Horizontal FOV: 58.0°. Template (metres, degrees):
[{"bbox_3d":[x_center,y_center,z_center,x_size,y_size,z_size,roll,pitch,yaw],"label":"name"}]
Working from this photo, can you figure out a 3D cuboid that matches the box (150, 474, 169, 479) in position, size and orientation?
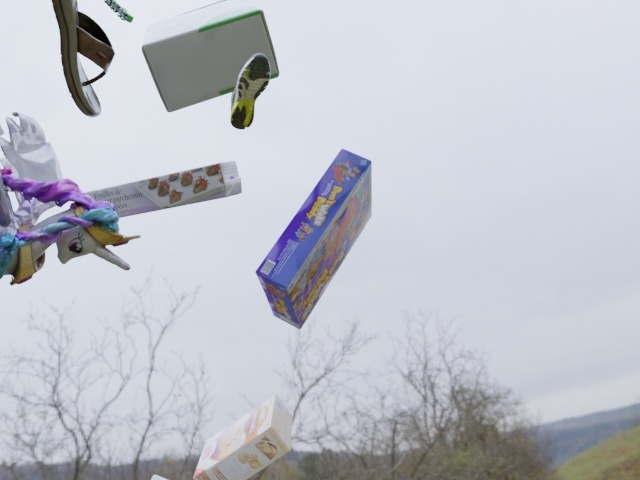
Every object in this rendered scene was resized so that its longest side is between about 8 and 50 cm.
[{"bbox_3d":[-0.210,0.414,0.840,0.087,0.101,0.101,-3,-38,44],"label":"box"}]

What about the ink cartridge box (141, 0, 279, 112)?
[{"bbox_3d":[-0.210,-0.361,1.084,0.211,0.289,0.121,-19,-60,-4],"label":"ink cartridge box"}]

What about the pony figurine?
[{"bbox_3d":[-0.497,-0.049,0.869,0.364,0.350,0.303,-26,-3,-6],"label":"pony figurine"}]

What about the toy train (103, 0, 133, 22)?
[{"bbox_3d":[-0.359,-0.412,1.027,0.024,0.083,0.017,6,-55,-54],"label":"toy train"}]

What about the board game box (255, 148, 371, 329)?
[{"bbox_3d":[0.000,0.000,1.291,0.078,0.347,0.233,26,-23,18],"label":"board game box"}]

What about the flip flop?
[{"bbox_3d":[-0.366,-0.317,0.903,0.080,0.112,0.276,-7,-48,-19],"label":"flip flop"}]

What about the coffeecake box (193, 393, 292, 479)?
[{"bbox_3d":[-0.151,0.414,1.167,0.186,0.068,0.142,-35,9,5],"label":"coffeecake box"}]

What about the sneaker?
[{"bbox_3d":[-0.078,-0.158,0.597,0.031,0.035,0.083,9,-53,-29],"label":"sneaker"}]

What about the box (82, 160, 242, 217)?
[{"bbox_3d":[-0.303,-0.088,1.078,0.324,0.062,0.067,-9,7,21],"label":"box"}]

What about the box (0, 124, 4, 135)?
[{"bbox_3d":[-0.751,-0.272,1.141,0.119,0.182,0.181,-47,8,-21],"label":"box"}]
